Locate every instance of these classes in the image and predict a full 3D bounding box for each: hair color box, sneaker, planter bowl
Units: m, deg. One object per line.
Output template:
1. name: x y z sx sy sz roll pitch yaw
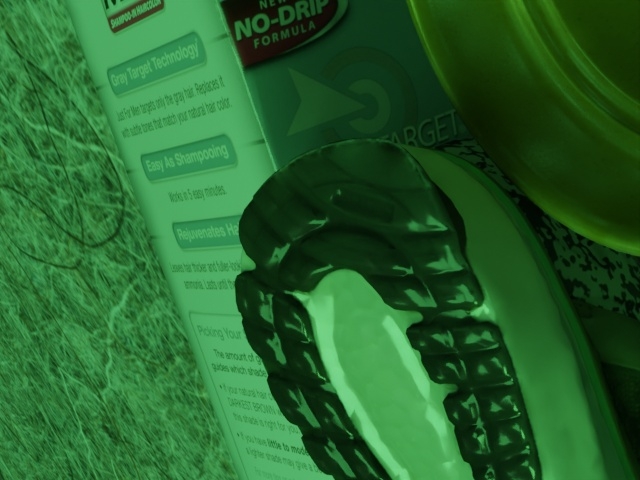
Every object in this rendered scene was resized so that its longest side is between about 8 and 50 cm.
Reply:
1. hair color box: 0.000 0.000 0.700 0.185 0.114 0.374 -4 107 63
2. sneaker: 0.136 0.120 0.571 0.158 0.182 0.410 -15 103 49
3. planter bowl: 0.117 -0.110 0.440 0.217 0.090 0.217 41 142 44
